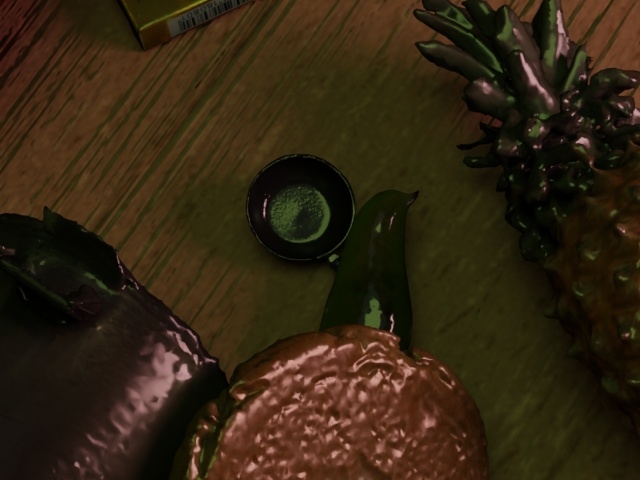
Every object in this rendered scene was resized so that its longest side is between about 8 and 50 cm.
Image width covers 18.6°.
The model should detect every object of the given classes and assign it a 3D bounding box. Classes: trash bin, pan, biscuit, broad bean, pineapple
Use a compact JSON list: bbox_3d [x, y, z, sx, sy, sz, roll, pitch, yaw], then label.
[{"bbox_3d":[-0.203,0.159,1.049,0.203,0.252,0.301,30,64,17],"label":"trash bin"},{"bbox_3d":[0.000,0.000,1.218,0.068,0.023,0.115,-32,82,-10],"label":"pan"},{"bbox_3d":[0.004,0.152,1.065,0.042,0.226,0.226,4,56,54],"label":"biscuit"},{"bbox_3d":[0.013,0.104,1.154,0.060,0.043,0.297,15,71,8],"label":"broad bean"},{"bbox_3d":[0.167,-0.022,1.153,0.169,0.169,0.340,-33,58,-10],"label":"pineapple"}]

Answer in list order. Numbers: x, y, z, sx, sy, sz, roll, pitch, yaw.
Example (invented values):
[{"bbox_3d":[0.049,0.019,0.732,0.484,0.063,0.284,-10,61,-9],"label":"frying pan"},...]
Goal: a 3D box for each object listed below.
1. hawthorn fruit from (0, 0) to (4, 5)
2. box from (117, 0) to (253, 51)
[{"bbox_3d":[-0.407,-0.275,1.163,0.472,0.472,0.471,-2,64,4],"label":"hawthorn fruit"},{"bbox_3d":[-0.107,-0.233,1.334,0.121,0.030,0.193,-25,65,-7],"label":"box"}]
